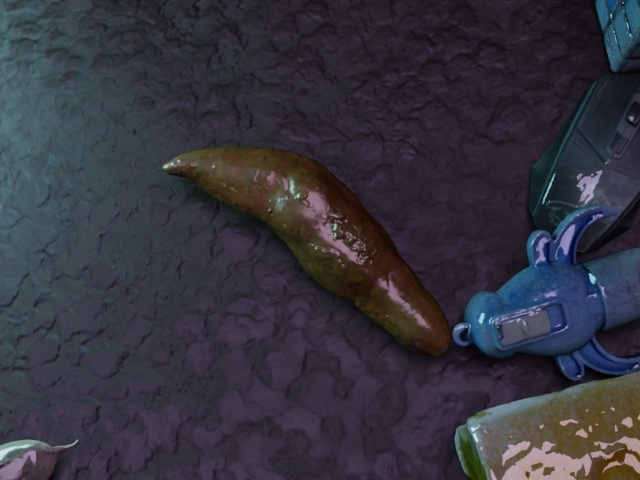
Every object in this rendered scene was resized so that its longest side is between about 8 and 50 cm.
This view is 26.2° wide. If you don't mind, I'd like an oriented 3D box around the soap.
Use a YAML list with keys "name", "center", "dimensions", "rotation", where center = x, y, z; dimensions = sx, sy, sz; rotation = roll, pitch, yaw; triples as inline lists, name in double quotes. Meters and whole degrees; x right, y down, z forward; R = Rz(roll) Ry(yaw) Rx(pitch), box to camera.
- name: "soap"
  center: [0.329, 0.276, 1.350]
  dimensions: [0.335, 0.156, 0.293]
  rotation: [-12, 76, -3]

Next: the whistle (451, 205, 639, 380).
- name: "whistle"
  center: [0.263, 0.062, 1.426]
  dimensions: [0.269, 0.093, 0.180]
  rotation: [-15, 97, -10]

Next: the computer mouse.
- name: "computer mouse"
  center: [0.312, -0.090, 1.488]
  dimensions: [0.126, 0.071, 0.231]
  rotation: [34, 76, 7]

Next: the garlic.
- name: "garlic"
  center: [-0.320, 0.248, 1.385]
  dimensions: [0.084, 0.066, 0.152]
  rotation: [32, 78, -22]

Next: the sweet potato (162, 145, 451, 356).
- name: "sweet potato"
  center: [0.006, -0.013, 1.445]
  dimensions: [0.354, 0.095, 0.106]
  rotation: [36, 71, 5]

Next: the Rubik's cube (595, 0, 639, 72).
- name: "Rubik's cube"
  center: [0.423, -0.339, 1.477]
  dimensions: [0.238, 0.237, 0.237]
  rotation: [-11, 74, -4]
